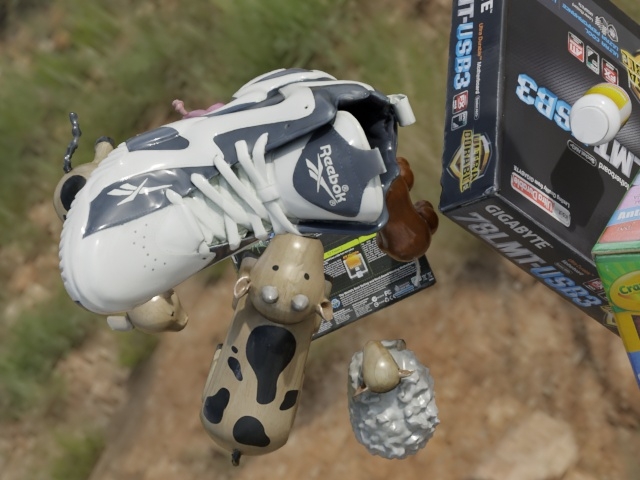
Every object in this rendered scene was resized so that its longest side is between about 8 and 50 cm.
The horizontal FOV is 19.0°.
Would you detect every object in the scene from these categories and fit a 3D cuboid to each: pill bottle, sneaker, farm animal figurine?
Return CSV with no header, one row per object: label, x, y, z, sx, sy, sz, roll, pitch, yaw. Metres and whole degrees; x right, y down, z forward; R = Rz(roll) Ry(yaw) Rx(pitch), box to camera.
pill bottle,0.231,-0.103,1.590,0.043,0.043,0.083,-41,-1,23
sneaker,-0.037,-0.032,1.151,0.235,0.094,0.153,-30,19,-35
farm animal figurine,-0.063,0.051,1.664,0.172,0.330,0.326,-77,-13,-68

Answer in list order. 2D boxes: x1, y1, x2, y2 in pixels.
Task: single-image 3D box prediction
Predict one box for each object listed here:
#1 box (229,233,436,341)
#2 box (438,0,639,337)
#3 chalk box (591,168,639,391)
box,0.000,0.000,1.997,0.191,0.184,0.045,-25,7,-6
box,0.228,-0.097,1.741,0.073,0.295,0.293,-21,51,38
chalk box,0.246,0.014,1.079,0.132,0.213,0.132,-4,34,35
